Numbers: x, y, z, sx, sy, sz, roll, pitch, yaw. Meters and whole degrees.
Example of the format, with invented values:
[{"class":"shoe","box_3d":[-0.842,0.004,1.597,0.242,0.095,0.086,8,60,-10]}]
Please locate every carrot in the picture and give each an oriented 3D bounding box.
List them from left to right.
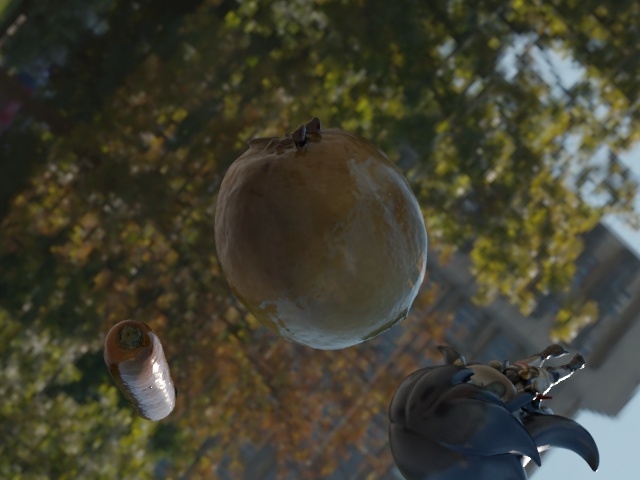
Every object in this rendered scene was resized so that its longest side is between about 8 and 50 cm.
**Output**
[{"class":"carrot","box_3d":[-0.201,0.148,1.590,0.067,0.067,0.225,-52,164,-18]}]

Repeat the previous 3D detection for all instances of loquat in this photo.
[{"class":"loquat","box_3d":[0.000,0.000,1.431,0.193,0.238,0.238,-14,-145,50]}]

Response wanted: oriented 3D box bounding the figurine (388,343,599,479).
[{"class":"figurine","box_3d":[0.201,0.214,1.666,0.175,0.265,0.197,-18,-109,58]}]
